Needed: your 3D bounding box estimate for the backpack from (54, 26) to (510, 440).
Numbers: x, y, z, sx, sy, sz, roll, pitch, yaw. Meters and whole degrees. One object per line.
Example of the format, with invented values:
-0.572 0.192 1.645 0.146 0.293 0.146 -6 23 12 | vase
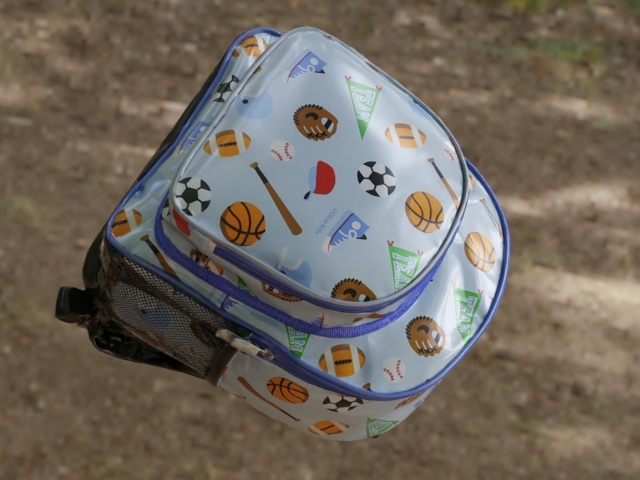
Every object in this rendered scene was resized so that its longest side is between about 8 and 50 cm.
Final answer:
0.000 0.000 1.256 0.263 0.276 0.213 36 -25 -6 | backpack
